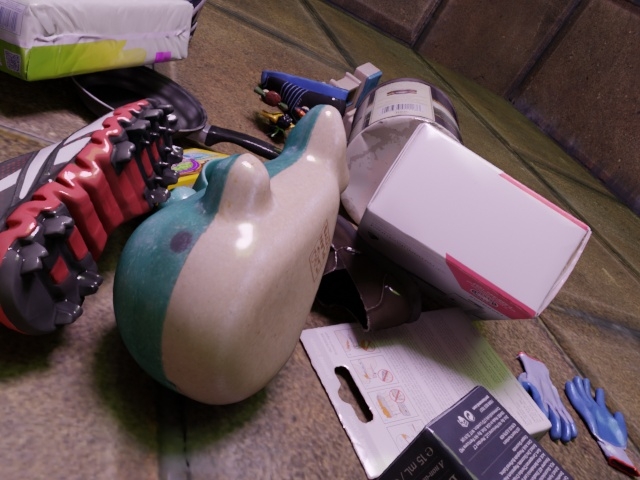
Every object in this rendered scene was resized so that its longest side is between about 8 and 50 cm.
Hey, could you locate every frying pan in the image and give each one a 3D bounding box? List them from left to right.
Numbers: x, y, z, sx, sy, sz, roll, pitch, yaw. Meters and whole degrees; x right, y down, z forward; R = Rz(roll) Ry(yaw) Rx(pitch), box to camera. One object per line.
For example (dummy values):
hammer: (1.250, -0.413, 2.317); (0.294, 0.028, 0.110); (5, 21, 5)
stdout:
frying pan: (-0.201, -0.185, 0.880); (0.326, 0.053, 0.197); (15, 31, -32)

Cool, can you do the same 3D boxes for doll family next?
doll family: (-0.036, -0.202, 1.065); (0.193, 0.075, 0.111); (20, 9, -14)

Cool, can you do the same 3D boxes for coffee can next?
coffee can: (0.141, -0.146, 1.025); (0.202, 0.201, 0.275); (30, 27, -7)

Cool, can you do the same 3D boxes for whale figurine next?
whale figurine: (-0.068, -0.002, 0.518); (0.141, 0.216, 0.271); (18, 61, 19)

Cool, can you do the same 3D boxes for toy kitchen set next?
toy kitchen set: (0.087, -0.264, 1.308); (0.166, 0.122, 0.207); (41, 47, 15)

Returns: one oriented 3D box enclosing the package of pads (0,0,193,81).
package of pads: (-0.349, -0.300, 0.794); (0.229, 0.101, 0.296); (24, 28, 16)

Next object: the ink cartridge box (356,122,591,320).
ink cartridge box: (0.157, -0.001, 0.740); (0.207, 0.117, 0.283); (33, -8, 4)

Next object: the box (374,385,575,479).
box: (0.103, 0.216, 0.411); (0.158, 0.156, 0.093); (45, 29, 23)

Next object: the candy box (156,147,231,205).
candy box: (-0.172, -0.080, 0.722); (0.105, 0.027, 0.206); (13, 19, 22)

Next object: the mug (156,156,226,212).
mug: (-0.099, -0.019, 0.658); (0.158, 0.097, 0.129); (23, 28, -18)

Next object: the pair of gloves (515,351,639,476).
pair of gloves: (0.338, 0.223, 0.812); (0.198, 0.023, 0.159); (28, 26, -10)

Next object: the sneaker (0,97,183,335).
sneaker: (-0.217, -0.041, 0.515); (0.135, 0.097, 0.276); (5, 41, 16)

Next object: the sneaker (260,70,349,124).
sneaker: (-0.044, -0.274, 1.194); (0.082, 0.090, 0.232); (1, 19, -45)

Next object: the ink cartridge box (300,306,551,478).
ink cartridge box: (0.104, 0.161, 0.651); (0.225, 0.056, 0.181); (-6, 43, -26)

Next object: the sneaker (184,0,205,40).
sneaker: (-0.280, -0.442, 1.121); (0.094, 0.153, 0.235); (34, 26, 6)

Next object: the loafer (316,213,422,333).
loafer: (0.018, 0.030, 0.700); (0.078, 0.080, 0.220); (-24, 38, -29)
